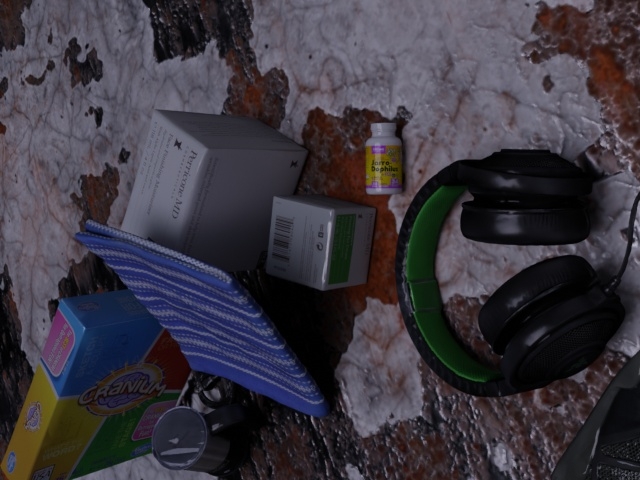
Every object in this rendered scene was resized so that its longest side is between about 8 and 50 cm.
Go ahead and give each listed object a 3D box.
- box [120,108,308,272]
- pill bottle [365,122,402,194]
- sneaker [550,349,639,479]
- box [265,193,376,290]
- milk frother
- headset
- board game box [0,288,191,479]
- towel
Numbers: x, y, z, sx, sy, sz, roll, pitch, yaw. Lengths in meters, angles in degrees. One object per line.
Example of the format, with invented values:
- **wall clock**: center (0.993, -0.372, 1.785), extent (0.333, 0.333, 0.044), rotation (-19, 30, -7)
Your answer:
- **box**: center (-0.138, -0.061, 1.069), extent (0.119, 0.181, 0.181), rotation (35, 115, 34)
- **pill bottle**: center (0.075, -0.096, 0.973), extent (0.043, 0.043, 0.083), rotation (2, 95, 41)
- **sneaker**: center (0.317, 0.181, 0.759), extent (0.130, 0.087, 0.228), rotation (36, 119, 31)
- **box**: center (0.000, 0.000, 1.017), extent (0.102, 0.087, 0.101), rotation (15, 103, 39)
- **milk frother**: center (-0.168, 0.245, 1.151), extent (0.129, 0.135, 0.143), rotation (-46, 63, -1)
- **headset**: center (0.235, 0.019, 0.812), extent (0.394, 0.185, 0.244), rotation (-25, 73, 55)
- **board game box**: center (-0.303, 0.209, 1.196), extent (0.064, 0.242, 0.317), rotation (42, 120, 29)
- **towel**: center (-0.135, 0.109, 1.013), extent (0.243, 0.336, 0.040), rotation (17, 63, 31)
